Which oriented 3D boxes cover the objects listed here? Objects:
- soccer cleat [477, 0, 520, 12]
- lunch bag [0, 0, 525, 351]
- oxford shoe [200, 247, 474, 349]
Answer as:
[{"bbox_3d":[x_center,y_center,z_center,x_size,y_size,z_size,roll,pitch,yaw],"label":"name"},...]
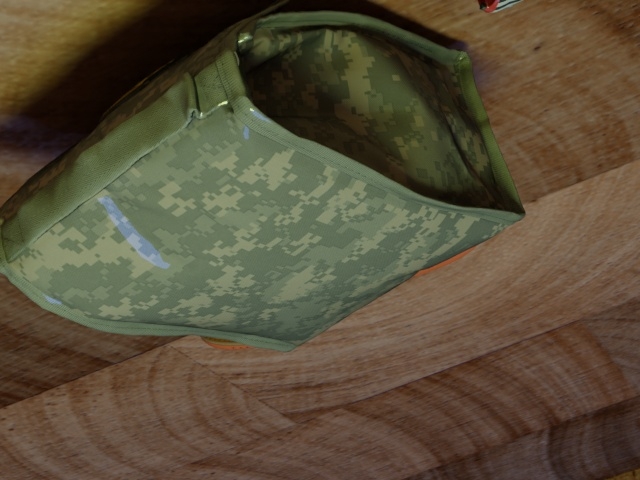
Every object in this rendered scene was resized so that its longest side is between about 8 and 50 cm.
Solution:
[{"bbox_3d":[0.135,-0.177,1.100,0.035,0.029,0.083,-8,159,-36],"label":"soccer cleat"},{"bbox_3d":[-0.050,-0.044,1.106,0.235,0.169,0.287,-32,155,32],"label":"lunch bag"},{"bbox_3d":[0.000,0.000,1.345,0.271,0.097,0.098,-28,133,17],"label":"oxford shoe"}]
